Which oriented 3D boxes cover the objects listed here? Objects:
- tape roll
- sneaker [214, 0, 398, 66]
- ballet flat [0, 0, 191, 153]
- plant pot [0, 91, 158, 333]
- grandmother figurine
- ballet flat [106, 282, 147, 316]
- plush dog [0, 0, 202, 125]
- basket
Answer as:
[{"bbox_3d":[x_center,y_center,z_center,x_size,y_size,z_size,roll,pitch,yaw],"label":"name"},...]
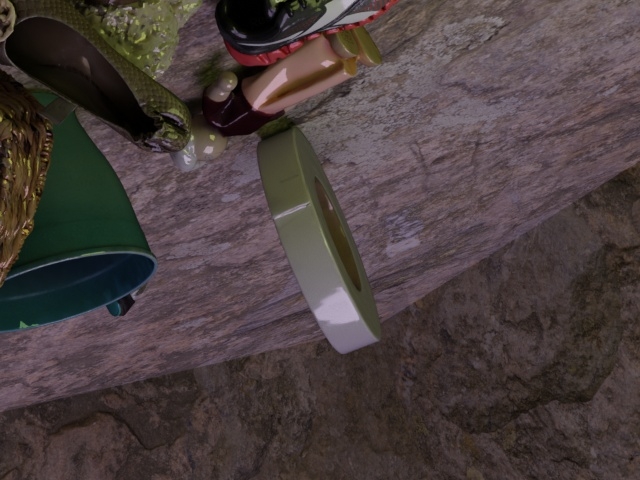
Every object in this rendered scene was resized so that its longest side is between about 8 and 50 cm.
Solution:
[{"bbox_3d":[0.000,0.000,1.886,0.072,0.392,0.392,-22,165,8],"label":"tape roll"},{"bbox_3d":[-0.009,-0.301,1.353,0.276,0.098,0.135,-22,168,14],"label":"sneaker"},{"bbox_3d":[-0.230,-0.161,1.068,0.084,0.249,0.058,-46,-161,25],"label":"ballet flat"},{"bbox_3d":[-0.383,-0.044,1.481,0.271,0.255,0.272,-19,166,-5],"label":"plant pot"},{"bbox_3d":[-0.089,-0.203,1.611,0.342,0.104,0.207,-30,154,27],"label":"grandmother figurine"},{"bbox_3d":[-0.398,0.084,2.259,0.096,0.095,0.280,-29,168,-13],"label":"ballet flat"},{"bbox_3d":[-0.216,-0.259,1.120,0.262,0.211,0.225,-17,139,-18],"label":"plush dog"},{"bbox_3d":[-0.407,-0.043,1.208,0.299,0.213,0.223,-62,180,9],"label":"basket"}]
